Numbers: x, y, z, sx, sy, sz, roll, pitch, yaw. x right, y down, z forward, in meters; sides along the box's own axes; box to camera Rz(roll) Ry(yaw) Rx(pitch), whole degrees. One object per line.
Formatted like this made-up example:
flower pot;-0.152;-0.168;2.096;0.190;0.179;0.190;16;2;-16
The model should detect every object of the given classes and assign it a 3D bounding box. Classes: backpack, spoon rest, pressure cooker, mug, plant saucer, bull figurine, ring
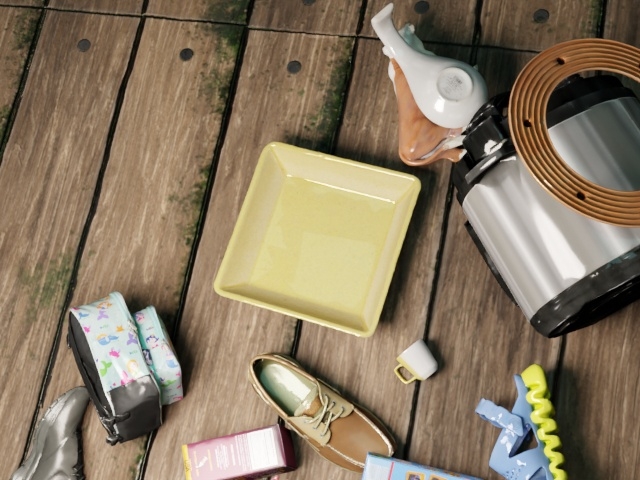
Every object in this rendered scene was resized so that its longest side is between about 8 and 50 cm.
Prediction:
backpack;-0.376;0.225;1.805;0.191;0.225;0.253;-27;63;-21
spoon rest;0.208;-0.334;1.839;0.137;0.084;0.276;-41;85;-8
pressure cooker;0.441;-0.086;1.658;0.375;0.370;0.420;-27;73;-2
mug;0.183;0.231;1.783;0.062;0.078;0.064;-32;76;-34
plant saucer;0.000;0.000;1.871;0.333;0.081;0.332;15;77;15
bull figurine;0.224;-0.291;1.905;0.188;0.101;0.310;-4;72;8
ring;0.452;-0.169;1.479;0.337;0.032;0.336;3;66;-7

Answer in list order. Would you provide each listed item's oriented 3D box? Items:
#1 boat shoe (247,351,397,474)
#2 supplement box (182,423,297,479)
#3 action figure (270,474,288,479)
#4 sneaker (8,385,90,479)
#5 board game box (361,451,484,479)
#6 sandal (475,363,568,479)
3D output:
boat shoe;-0.011;0.318;1.753;0.324;0.120;0.122;31;82;19
supplement box;-0.149;0.404;1.763;0.188;0.104;0.081;-14;71;6
action figure;-0.154;0.592;1.701;0.276;0.248;0.370;-5;50;54
sneaker;-0.503;0.421;1.842;0.130;0.109;0.286;25;86;7
board game box;0.169;0.477;1.675;0.211;0.039;0.160;13;89;4
sandal;0.360;0.383;1.667;0.138;0.126;0.317;-13;63;11
